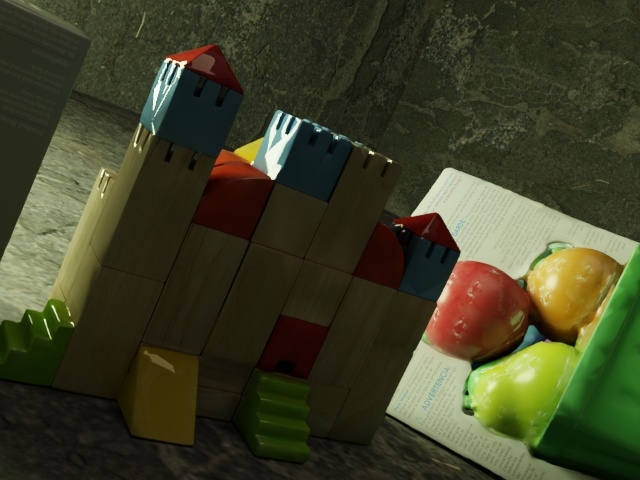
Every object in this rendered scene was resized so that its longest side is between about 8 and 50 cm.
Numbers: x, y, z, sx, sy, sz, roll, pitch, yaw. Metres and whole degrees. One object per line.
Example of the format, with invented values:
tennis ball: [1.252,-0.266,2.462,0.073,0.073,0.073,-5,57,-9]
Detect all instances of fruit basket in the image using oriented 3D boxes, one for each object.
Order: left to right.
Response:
fruit basket: [0.220,0.101,0.817,0.353,0.327,0.165,23,-30,25]

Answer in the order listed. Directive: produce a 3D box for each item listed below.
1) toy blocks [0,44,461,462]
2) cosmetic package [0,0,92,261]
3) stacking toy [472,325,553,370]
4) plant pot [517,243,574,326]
toy blocks: [-0.038,0.011,0.610,0.382,0.260,0.191,20,9,-32]
cosmetic package: [-0.266,-0.062,0.514,0.127,0.237,0.107,23,10,-33]
stacking toy: [0.196,0.142,0.993,0.330,0.141,0.141,22,6,32]
plant pot: [0.258,0.078,1.167,0.293,0.196,0.293,20,25,-10]
